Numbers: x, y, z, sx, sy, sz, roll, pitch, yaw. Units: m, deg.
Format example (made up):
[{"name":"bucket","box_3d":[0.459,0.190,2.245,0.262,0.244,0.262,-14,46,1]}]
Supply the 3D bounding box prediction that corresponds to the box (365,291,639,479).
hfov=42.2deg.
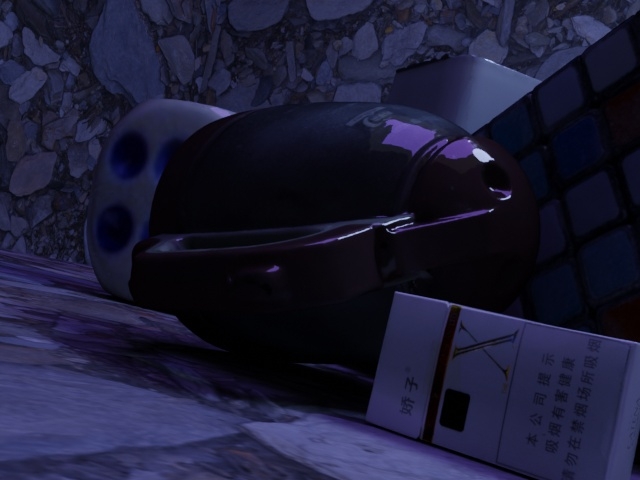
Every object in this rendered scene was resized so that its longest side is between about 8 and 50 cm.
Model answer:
[{"name":"box","box_3d":[0.104,0.084,0.476,0.154,0.084,0.040,10,-3,40]}]

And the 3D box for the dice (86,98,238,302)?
[{"name":"dice","box_3d":[-0.179,-0.036,1.313,0.276,0.304,0.304,11,-4,17]}]

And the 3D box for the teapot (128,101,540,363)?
[{"name":"teapot","box_3d":[0.000,0.000,0.663,0.315,0.233,0.312,-15,9,-39]}]

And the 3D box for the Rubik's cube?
[{"name":"Rubik's cube","box_3d":[0.325,0.003,0.731,0.293,0.287,0.292,14,-34,-32]}]

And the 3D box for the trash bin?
[{"name":"trash bin","box_3d":[0.141,-0.019,0.978,0.295,0.368,0.256,14,-3,-24]}]
